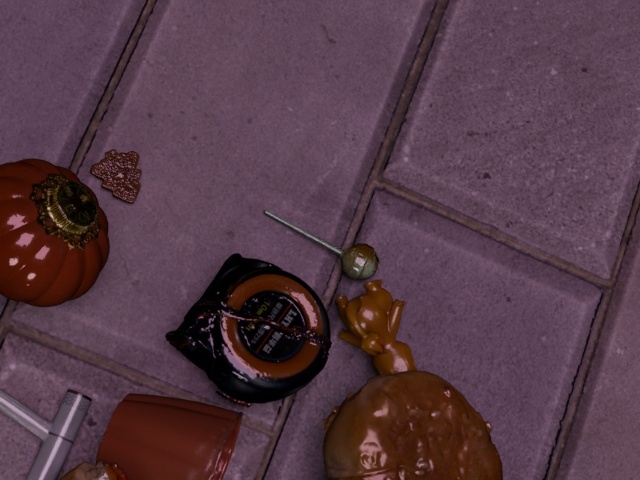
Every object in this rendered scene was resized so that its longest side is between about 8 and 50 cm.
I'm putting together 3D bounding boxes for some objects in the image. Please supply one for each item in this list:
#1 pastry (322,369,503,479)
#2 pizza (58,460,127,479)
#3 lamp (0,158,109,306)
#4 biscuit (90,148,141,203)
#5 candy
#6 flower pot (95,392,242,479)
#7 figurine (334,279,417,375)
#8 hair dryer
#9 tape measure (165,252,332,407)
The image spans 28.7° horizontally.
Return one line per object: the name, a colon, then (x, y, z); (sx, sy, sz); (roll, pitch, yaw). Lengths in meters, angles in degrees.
pastry: (0.124, 0.357, 1.865); (0.285, 0.184, 0.315); (-7, 79, -27)
pizza: (-0.287, 0.557, 1.734); (0.406, 0.130, 0.439); (29, 91, -6)
lamp: (-0.409, -0.011, 1.809); (0.223, 0.197, 0.223); (32, 42, -34)
biscuit: (-0.309, -0.099, 1.946); (0.082, 0.016, 0.092); (-26, 86, -23)
candy: (0.000, 0.000, 1.991); (0.203, 0.061, 0.061); (29, 73, 2)
flower pot: (-0.223, 0.309, 1.800); (0.173, 0.190, 0.190); (19, 74, 2)
figurine: (0.090, 0.155, 1.934); (0.121, 0.122, 0.176); (-31, 94, 15)
hair dryer: (-0.447, 0.267, 1.824); (0.183, 0.044, 0.154); (23, 72, -3)
tape measure: (-0.095, 0.139, 1.889); (0.223, 0.135, 0.202); (37, 62, -6)
